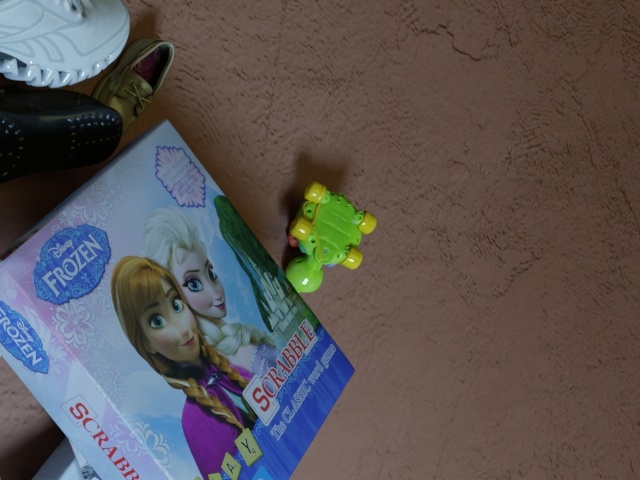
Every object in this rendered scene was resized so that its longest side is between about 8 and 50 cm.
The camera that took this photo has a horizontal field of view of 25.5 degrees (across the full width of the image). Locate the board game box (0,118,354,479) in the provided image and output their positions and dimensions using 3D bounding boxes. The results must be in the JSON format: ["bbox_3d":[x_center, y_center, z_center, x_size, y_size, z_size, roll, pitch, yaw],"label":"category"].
[{"bbox_3d":[-0.129,0.086,1.270,0.318,0.066,0.318,53,31,-11],"label":"board game box"}]

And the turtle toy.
[{"bbox_3d":[0.000,0.000,1.621,0.095,0.066,0.130,31,64,-18],"label":"turtle toy"}]

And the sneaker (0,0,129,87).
[{"bbox_3d":[-0.271,-0.208,1.264,0.292,0.118,0.110,-12,60,-52],"label":"sneaker"}]

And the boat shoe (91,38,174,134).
[{"bbox_3d":[-0.190,-0.154,1.429,0.050,0.045,0.135,46,54,-37],"label":"boat shoe"}]

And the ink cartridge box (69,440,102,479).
[{"bbox_3d":[-0.146,0.172,1.338,0.172,0.100,0.237,-11,75,-57],"label":"ink cartridge box"}]

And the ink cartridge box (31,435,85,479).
[{"bbox_3d":[-0.202,0.297,1.352,0.223,0.045,0.224,68,28,-19],"label":"ink cartridge box"}]

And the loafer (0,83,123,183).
[{"bbox_3d":[-0.292,-0.100,1.294,0.220,0.078,0.080,-5,123,-40],"label":"loafer"}]
